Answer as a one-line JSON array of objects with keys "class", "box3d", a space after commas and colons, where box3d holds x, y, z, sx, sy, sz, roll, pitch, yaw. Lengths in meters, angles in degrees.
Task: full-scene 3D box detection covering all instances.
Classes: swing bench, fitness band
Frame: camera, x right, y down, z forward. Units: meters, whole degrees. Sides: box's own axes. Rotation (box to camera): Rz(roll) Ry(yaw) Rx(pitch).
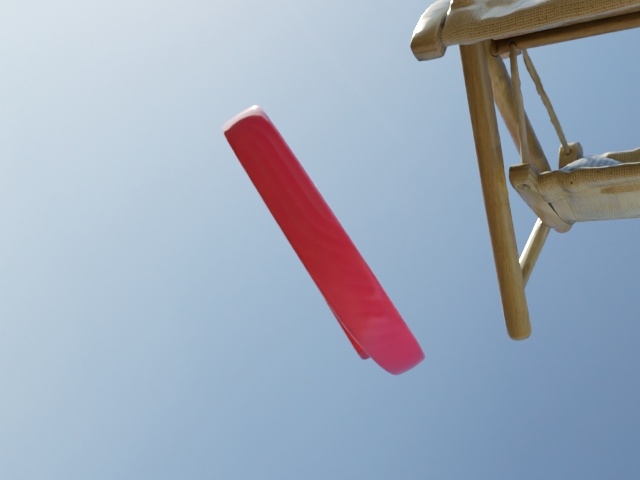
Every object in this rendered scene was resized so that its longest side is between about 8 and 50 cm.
[{"class": "swing bench", "box3d": [0.233, -0.081, 0.592, 0.253, 0.165, 0.255, -4, -59, 32]}, {"class": "fitness band", "box3d": [0.000, 0.000, 0.801, 0.054, 0.209, 0.291, -33, -125, -2]}]
